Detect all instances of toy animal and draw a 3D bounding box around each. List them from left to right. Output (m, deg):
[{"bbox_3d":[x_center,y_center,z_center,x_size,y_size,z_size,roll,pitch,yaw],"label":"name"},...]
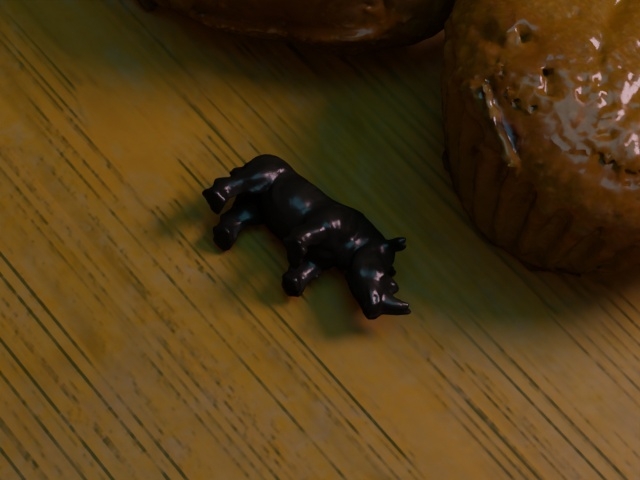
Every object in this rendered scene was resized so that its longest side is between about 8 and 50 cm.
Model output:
[{"bbox_3d":[0.000,0.000,0.890,0.136,0.047,0.065,35,52,20],"label":"toy animal"}]

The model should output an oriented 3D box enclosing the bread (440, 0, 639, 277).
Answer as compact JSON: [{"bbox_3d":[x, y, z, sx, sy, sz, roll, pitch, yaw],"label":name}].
[{"bbox_3d":[0.182,-0.085,0.910,0.240,0.139,0.240,3,58,-6],"label":"bread"}]

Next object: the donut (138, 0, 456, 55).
[{"bbox_3d":[0.008,-0.252,0.995,0.330,0.160,0.330,-2,53,3],"label":"donut"}]
